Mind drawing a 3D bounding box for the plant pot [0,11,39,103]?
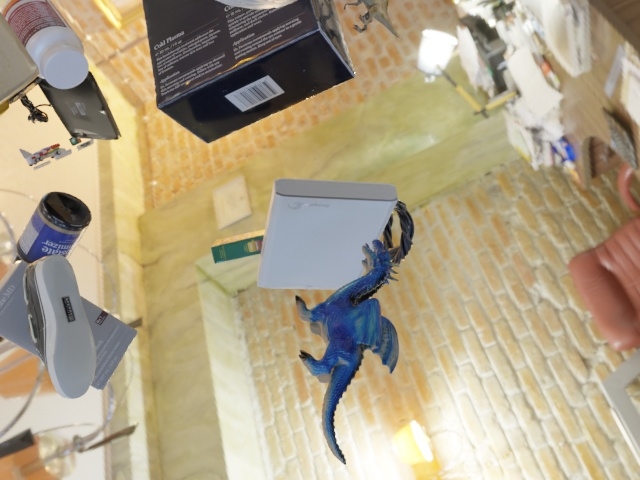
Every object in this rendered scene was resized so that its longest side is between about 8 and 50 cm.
[{"bbox_3d":[-0.235,-0.095,0.322,0.109,0.109,0.096,68,-150,-46],"label":"plant pot"}]

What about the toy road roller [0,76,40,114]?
[{"bbox_3d":[-0.668,-0.262,1.117,0.202,0.241,0.329,50,-142,-21],"label":"toy road roller"}]

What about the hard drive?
[{"bbox_3d":[0.000,0.000,1.161,0.307,0.203,0.040,108,161,-56],"label":"hard drive"}]

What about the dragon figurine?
[{"bbox_3d":[0.051,0.126,0.833,0.085,0.144,0.289,61,-162,-48],"label":"dragon figurine"}]

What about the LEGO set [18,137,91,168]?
[{"bbox_3d":[-0.710,-0.253,1.749,0.060,0.183,0.244,65,163,-12],"label":"LEGO set"}]

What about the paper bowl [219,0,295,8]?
[{"bbox_3d":[-0.104,-0.444,0.847,0.148,0.284,0.284,-22,95,61],"label":"paper bowl"}]

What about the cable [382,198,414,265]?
[{"bbox_3d":[0.164,-0.017,1.438,0.184,0.047,0.150,-125,42,-71],"label":"cable"}]

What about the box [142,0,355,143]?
[{"bbox_3d":[-0.147,-0.412,1.245,0.179,0.343,0.312,32,-139,-62],"label":"box"}]

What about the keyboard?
[{"bbox_3d":[-0.566,-0.303,1.412,0.317,0.202,0.033,107,164,-72],"label":"keyboard"}]

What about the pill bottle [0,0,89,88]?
[{"bbox_3d":[-0.406,-0.294,0.952,0.152,0.086,0.086,49,-179,28],"label":"pill bottle"}]

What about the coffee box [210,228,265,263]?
[{"bbox_3d":[-0.133,0.003,1.349,0.113,0.184,0.040,-103,0,-81],"label":"coffee box"}]

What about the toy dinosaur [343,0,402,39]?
[{"bbox_3d":[0.108,-0.465,1.301,0.183,0.092,0.053,51,164,-23],"label":"toy dinosaur"}]

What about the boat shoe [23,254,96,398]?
[{"bbox_3d":[-0.402,0.134,0.980,0.078,0.070,0.219,1,-105,-59],"label":"boat shoe"}]

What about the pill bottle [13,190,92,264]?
[{"bbox_3d":[-0.651,-0.003,1.546,0.123,0.219,0.122,31,-152,-19],"label":"pill bottle"}]

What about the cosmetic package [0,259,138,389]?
[{"bbox_3d":[-0.460,0.147,1.121,0.238,0.127,0.107,38,159,-27],"label":"cosmetic package"}]
